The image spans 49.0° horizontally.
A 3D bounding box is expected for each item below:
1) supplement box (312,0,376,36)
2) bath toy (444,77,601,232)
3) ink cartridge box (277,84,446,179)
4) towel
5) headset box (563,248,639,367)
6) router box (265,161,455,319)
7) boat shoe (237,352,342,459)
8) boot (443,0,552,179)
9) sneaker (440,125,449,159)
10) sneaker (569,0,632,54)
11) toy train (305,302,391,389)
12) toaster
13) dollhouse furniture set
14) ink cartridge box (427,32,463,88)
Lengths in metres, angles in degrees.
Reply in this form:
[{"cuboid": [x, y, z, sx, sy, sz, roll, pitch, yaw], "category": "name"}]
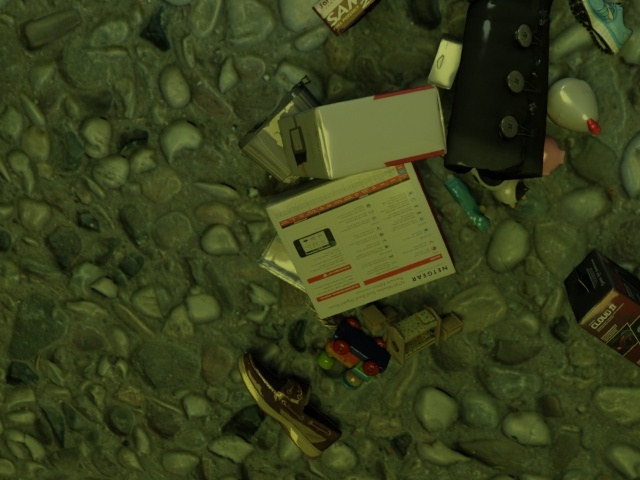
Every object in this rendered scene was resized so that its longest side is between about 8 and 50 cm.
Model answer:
[{"cuboid": [0.073, -0.468, 1.335, 0.130, 0.239, 0.073, -38, 99, 23], "category": "supplement box"}, {"cuboid": [0.427, -0.173, 1.435, 0.348, 0.151, 0.129, -44, 58, 20], "category": "bath toy"}, {"cuboid": [0.067, -0.200, 1.317, 0.226, 0.306, 0.131, -14, 99, -12], "category": "ink cartridge box"}, {"cuboid": [0.000, 0.000, 1.650, 0.209, 0.034, 0.285, 31, 114, -2], "category": "towel"}, {"cuboid": [0.647, 0.156, 1.470, 0.293, 0.218, 0.110, 34, 113, -2], "category": "headset box"}, {"cuboid": [0.091, -0.015, 1.569, 0.335, 0.082, 0.301, -20, 109, 13], "category": "router box"}, {"cuboid": [-0.073, 0.401, 1.788, 0.123, 0.123, 0.342, -36, 100, 8], "category": "boat shoe"}, {"cuboid": [0.268, -0.343, 1.264, 0.367, 0.146, 0.445, 6, 97, -22], "category": "boot"}, {"cuboid": [0.304, -0.243, 1.469, 0.071, 0.066, 0.188, 16, 113, 7], "category": "sneaker"}, {"cuboid": [0.541, -0.441, 1.353, 0.073, 0.063, 0.162, -39, 104, 5], "category": "sneaker"}, {"cuboid": [0.035, 0.259, 1.717, 0.248, 0.105, 0.143, 35, 127, -3], "category": "toy train"}, {"cuboid": [-0.056, -0.232, 1.521, 0.227, 0.129, 0.146, -42, 102, 17], "category": "toaster"}, {"cuboid": [0.213, 0.168, 1.633, 0.182, 0.161, 0.101, -25, 137, -22], "category": "dollhouse furniture set"}, {"cuboid": [0.252, -0.359, 1.403, 0.052, 0.122, 0.088, 19, 114, 5], "category": "ink cartridge box"}]
